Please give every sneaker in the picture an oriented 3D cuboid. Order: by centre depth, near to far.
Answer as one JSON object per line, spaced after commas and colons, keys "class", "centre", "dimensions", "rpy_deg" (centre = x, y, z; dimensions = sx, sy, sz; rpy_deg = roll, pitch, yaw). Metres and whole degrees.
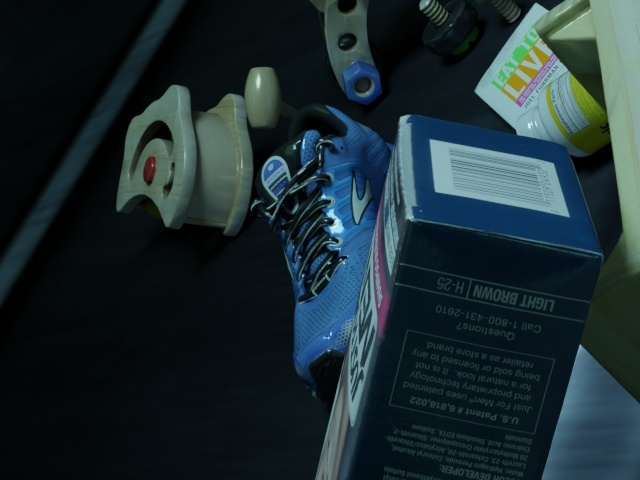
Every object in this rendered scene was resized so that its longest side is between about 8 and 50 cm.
{"class": "sneaker", "centre": [0.000, 0.000, 1.530], "dimensions": [0.130, 0.147, 0.330], "rpy_deg": [-40, 25, 25]}

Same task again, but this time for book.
{"class": "book", "centre": [0.187, -0.136, 1.550], "dimensions": [0.096, 0.035, 0.144], "rpy_deg": [-51, 23, 7]}

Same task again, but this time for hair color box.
{"class": "hair color box", "centre": [0.057, 0.124, 1.035], "dimensions": [0.174, 0.105, 0.347], "rpy_deg": [-86, 7, -69]}

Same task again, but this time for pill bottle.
{"class": "pill bottle", "centre": [0.207, -0.103, 1.408], "dimensions": [0.116, 0.065, 0.065], "rpy_deg": [-33, 28, 36]}

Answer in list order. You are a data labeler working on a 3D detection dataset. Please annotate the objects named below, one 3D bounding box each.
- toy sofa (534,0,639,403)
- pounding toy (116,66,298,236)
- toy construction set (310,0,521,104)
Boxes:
{"class": "toy sofa", "centre": [0.249, -0.051, 1.134], "dimensions": [0.177, 0.150, 0.363], "rpy_deg": [-34, 26, 24]}
{"class": "pounding toy", "centre": [-0.102, -0.072, 1.942], "dimensions": [0.269, 0.154, 0.154], "rpy_deg": [153, 121, -62]}
{"class": "toy construction set", "centre": [0.047, -0.321, 1.827], "dimensions": [0.257, 0.237, 0.309], "rpy_deg": [-33, 27, 36]}
